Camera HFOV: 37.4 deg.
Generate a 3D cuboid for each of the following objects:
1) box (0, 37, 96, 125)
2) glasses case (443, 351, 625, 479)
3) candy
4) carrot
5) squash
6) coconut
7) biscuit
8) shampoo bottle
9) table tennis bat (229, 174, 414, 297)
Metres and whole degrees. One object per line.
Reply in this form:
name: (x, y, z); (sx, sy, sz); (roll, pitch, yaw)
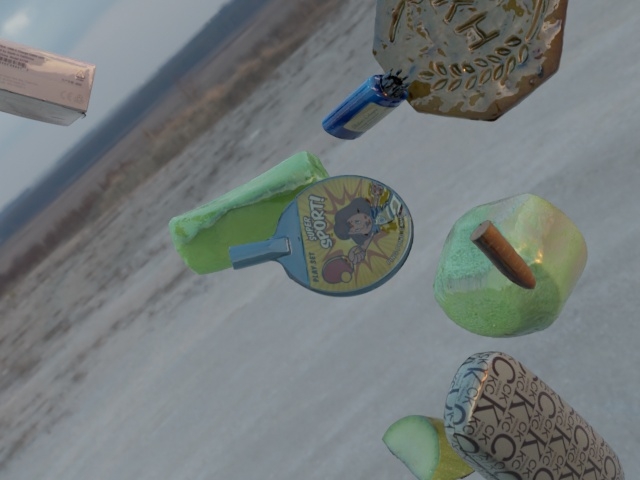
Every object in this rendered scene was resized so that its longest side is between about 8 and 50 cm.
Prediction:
box: (-0.554, -0.296, 1.799); (0.252, 0.203, 0.106); (178, 102, -68)
glasses case: (0.280, 0.271, 1.202); (0.085, 0.355, 0.137); (-9, 49, 48)
candy: (-0.132, -0.050, 1.889); (0.344, 0.142, 0.132); (-25, 38, 10)
carrot: (0.298, 0.031, 1.526); (0.048, 0.139, 0.048); (-39, 16, 14)
squash: (0.239, 0.387, 1.883); (0.184, 0.085, 0.192); (-13, 28, -25)
coconut: (0.395, 0.045, 1.968); (0.328, 0.281, 0.328); (-54, 0, 0)
biscuit: (0.253, -0.381, 1.638); (0.359, 0.359, 0.046); (-38, -9, 19)
shampoo bottle: (0.085, -0.235, 1.629); (0.183, 0.087, 0.050); (-36, 54, 48)
table tennis bat: (0.000, 0.000, 1.648); (0.329, 0.215, 0.044); (-11, -13, 11)
